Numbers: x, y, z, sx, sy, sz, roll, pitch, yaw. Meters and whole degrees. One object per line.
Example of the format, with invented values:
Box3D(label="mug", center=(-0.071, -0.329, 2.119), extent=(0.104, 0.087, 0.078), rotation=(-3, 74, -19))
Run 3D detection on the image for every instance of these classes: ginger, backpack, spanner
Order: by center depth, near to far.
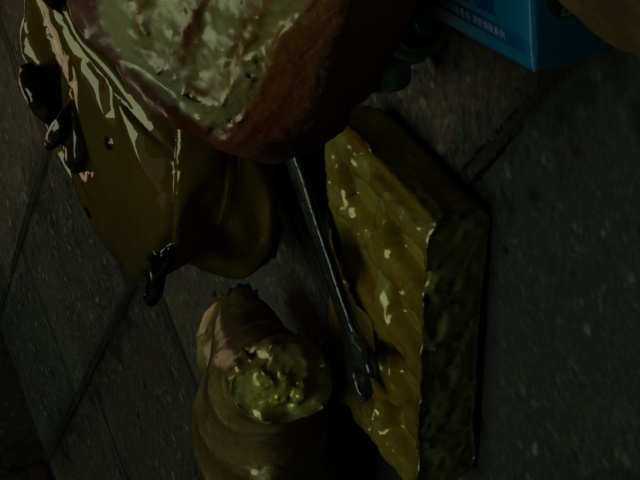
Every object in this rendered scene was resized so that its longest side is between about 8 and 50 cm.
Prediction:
Box3D(label="spanner", center=(0.000, 0.000, 1.385), extent=(0.054, 0.015, 0.254), rotation=(137, 117, -67))
Box3D(label="backpack", center=(-0.150, -0.141, 1.559), extent=(0.353, 0.201, 0.378), rotation=(112, 140, -65))
Box3D(label="ginger", center=(-0.033, 0.133, 1.571), extent=(0.375, 0.166, 0.236), rotation=(109, 172, -52))

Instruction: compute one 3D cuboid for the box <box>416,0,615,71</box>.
Box3D(label="box", center=(0.100, -0.196, 1.054), extent=(0.194, 0.073, 0.139), rotation=(40, 142, 56))

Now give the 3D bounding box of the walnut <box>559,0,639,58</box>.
Box3D(label="walnut", center=(0.163, -0.183, 0.739), extent=(0.198, 0.198, 0.245), rotation=(40, 149, 56))

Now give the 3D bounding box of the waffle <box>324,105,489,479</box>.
Box3D(label="waffle", center=(0.060, 0.044, 1.368), extent=(0.168, 0.057, 0.274), rotation=(50, 149, 47))

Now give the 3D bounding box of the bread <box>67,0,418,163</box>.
Box3D(label="bread", center=(-0.038, -0.167, 1.056), extent=(0.190, 0.123, 0.244), rotation=(37, 134, 7))

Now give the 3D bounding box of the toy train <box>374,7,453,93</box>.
Box3D(label="toy train", center=(0.000, -0.206, 1.180), extent=(0.105, 0.157, 0.253), rotation=(45, 146, 52))
